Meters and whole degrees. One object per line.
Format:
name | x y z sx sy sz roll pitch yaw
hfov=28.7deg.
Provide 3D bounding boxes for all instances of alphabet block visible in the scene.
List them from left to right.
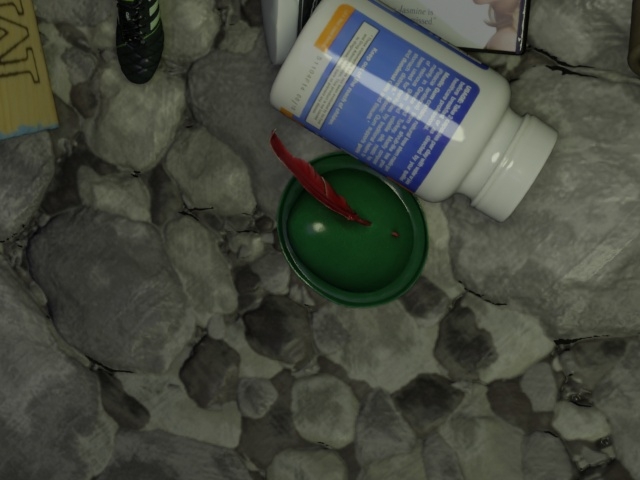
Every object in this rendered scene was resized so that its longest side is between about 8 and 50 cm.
alphabet block | -0.440 -0.200 1.422 0.192 0.193 0.197 -8 99 18

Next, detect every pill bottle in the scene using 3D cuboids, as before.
pill bottle | 0.097 -0.133 1.273 0.272 0.152 0.152 32 110 1

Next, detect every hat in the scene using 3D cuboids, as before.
hat | 0.000 0.000 1.321 0.208 0.183 0.173 46 113 3

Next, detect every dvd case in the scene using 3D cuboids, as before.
dvd case | 0.135 -0.326 1.296 0.180 0.022 0.253 8 104 17

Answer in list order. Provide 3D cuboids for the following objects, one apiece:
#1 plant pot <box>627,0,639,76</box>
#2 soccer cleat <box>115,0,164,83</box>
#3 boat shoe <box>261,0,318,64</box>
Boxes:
plant pot | 0.433 -0.288 1.080 0.323 0.323 0.280 0 85 18
soccer cleat | -0.207 -0.263 1.395 0.060 0.072 0.179 11 105 16
boat shoe | -0.003 -0.327 1.302 0.102 0.108 0.301 -1 114 -14
